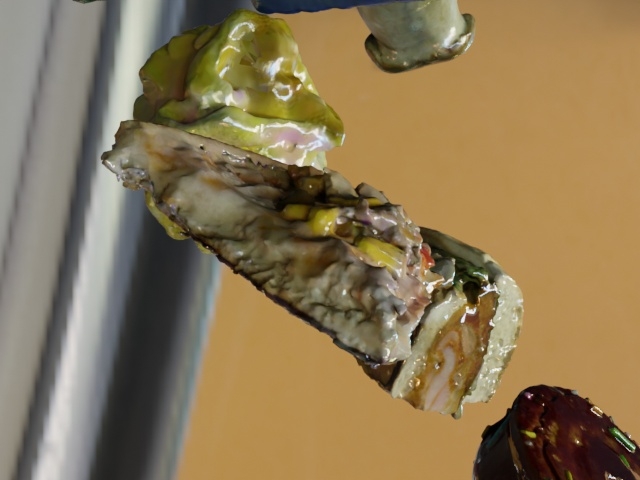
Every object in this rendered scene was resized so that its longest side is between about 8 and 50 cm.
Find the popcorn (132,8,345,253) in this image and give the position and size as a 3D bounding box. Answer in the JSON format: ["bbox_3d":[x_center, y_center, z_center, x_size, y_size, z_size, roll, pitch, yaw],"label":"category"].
[{"bbox_3d":[-0.052,-0.063,1.202,0.125,0.145,0.126,17,159,-20],"label":"popcorn"}]

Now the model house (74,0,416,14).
[{"bbox_3d":[0.027,-0.260,1.017,0.329,0.295,0.251,7,173,-35],"label":"model house"}]

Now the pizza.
[{"bbox_3d":[0.000,0.000,0.890,0.185,0.052,0.195,17,-164,-26],"label":"pizza"}]

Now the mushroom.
[{"bbox_3d":[0.060,-0.245,1.581,0.100,0.081,0.312,-17,146,1],"label":"mushroom"}]

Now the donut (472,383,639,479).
[{"bbox_3d":[0.203,0.220,1.486,0.089,0.235,0.235,-39,170,21],"label":"donut"}]

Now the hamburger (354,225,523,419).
[{"bbox_3d":[0.094,0.055,1.863,0.135,0.155,0.207,18,-167,-34],"label":"hamburger"}]
